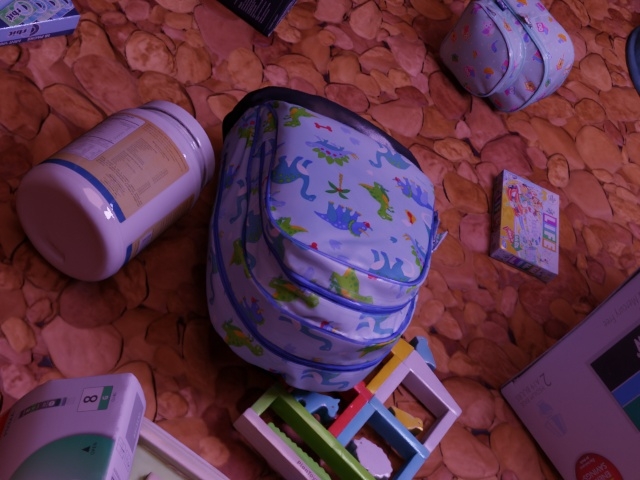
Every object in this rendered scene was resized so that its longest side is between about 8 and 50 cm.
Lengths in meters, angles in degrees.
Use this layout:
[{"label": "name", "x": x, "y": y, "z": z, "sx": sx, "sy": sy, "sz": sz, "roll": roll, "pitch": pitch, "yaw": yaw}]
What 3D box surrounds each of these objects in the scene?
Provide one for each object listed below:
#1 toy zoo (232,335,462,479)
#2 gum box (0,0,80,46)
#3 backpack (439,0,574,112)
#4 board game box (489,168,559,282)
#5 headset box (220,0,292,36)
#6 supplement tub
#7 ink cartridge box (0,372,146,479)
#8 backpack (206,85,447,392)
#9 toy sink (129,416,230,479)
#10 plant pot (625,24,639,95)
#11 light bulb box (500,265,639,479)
[{"label": "toy zoo", "x": 0.051, "y": 0.197, "z": 1.256, "sx": 0.192, "sy": 0.030, "sz": 0.293, "roll": 44, "pitch": 43, "yaw": 4}, {"label": "gum box", "x": -0.417, "y": -0.330, "z": 1.335, "sx": 0.157, "sy": 0.041, "sz": 0.184, "roll": -21, "pitch": 73, "yaw": -39}, {"label": "backpack", "x": 0.293, "y": -0.297, "z": 1.659, "sx": 0.188, "sy": 0.166, "sz": 0.144, "roll": 47, "pitch": 50, "yaw": 11}, {"label": "board game box", "x": 0.304, "y": -0.023, "z": 1.573, "sx": 0.103, "sy": 0.026, "sz": 0.154, "roll": 23, "pitch": 50, "yaw": -16}, {"label": "headset box", "x": -0.113, "y": -0.476, "z": 1.483, "sx": 0.283, "sy": 0.246, "sz": 0.131, "roll": 35, "pitch": 49, "yaw": -5}, {"label": "supplement tub", "x": -0.226, "y": -0.061, "z": 1.198, "sx": 0.144, "sy": 0.144, "sz": 0.199, "roll": 44, "pitch": 47, "yaw": 2}, {"label": "ink cartridge box", "x": -0.280, "y": 0.207, "z": 0.940, "sx": 0.224, "sy": 0.056, "sz": 0.181, "roll": -5, "pitch": 40, "yaw": 8}, {"label": "backpack", "x": 0.000, "y": 0.000, "z": 1.228, "sx": 0.290, "sy": 0.273, "sz": 0.356, "roll": 29, "pitch": 54, "yaw": -15}, {"label": "toy sink", "x": -0.167, "y": 0.269, "z": 1.018, "sx": 0.152, "sy": 0.131, "sz": 0.234, "roll": 38, "pitch": 48, "yaw": -4}, {"label": "plant pot", "x": 0.791, "y": -0.361, "z": 1.893, "sx": 0.341, "sy": 0.334, "sz": 0.341, "roll": 16, "pitch": 53, "yaw": -22}, {"label": "light bulb box", "x": 0.489, "y": 0.135, "z": 1.355, "sx": 0.361, "sy": 0.358, "sz": 0.225, "roll": -21, "pitch": 68, "yaw": -40}]
